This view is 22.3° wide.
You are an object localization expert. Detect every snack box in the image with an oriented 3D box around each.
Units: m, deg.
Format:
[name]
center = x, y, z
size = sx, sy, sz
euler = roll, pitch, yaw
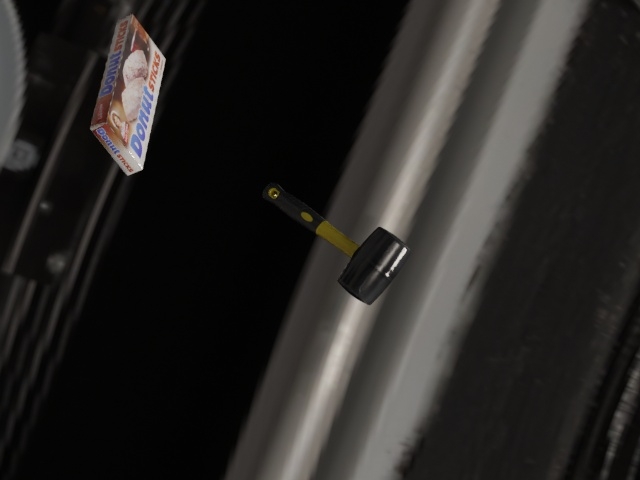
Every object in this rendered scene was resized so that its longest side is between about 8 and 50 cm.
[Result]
[snack box]
center = -0.186, -0.144, 1.580
size = 0.022, 0.064, 0.178
euler = -20, -142, 20

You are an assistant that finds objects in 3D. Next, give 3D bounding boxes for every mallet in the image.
[mallet]
center = 0.000, 0.000, 1.408
size = 0.189, 0.039, 0.062
euler = 25, -100, 47
